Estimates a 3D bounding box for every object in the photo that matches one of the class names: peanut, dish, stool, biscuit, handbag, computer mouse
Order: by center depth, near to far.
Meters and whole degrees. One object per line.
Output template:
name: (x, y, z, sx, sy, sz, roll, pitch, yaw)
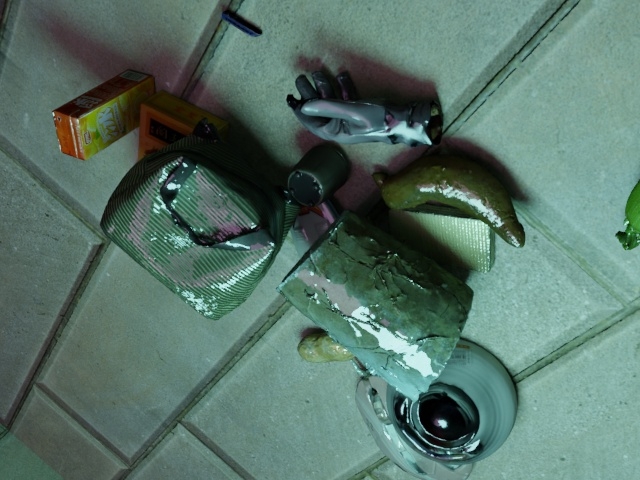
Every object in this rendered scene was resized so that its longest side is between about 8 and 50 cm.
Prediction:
biscuit: (0.225, -0.009, 1.410, 0.199, 0.041, 0.121, 10, 131, 27)
stool: (-0.006, -0.120, 1.424, 0.096, 0.110, 0.096, 19, 132, 22)
handbag: (-0.212, -0.047, 1.440, 0.340, 0.247, 0.240, 42, 124, -11)
dish: (0.252, 0.348, 1.526, 0.273, 0.134, 0.274, 5, 105, 19)
peanut: (0.018, 0.236, 1.694, 0.174, 0.080, 0.080, -15, 113, 38)
computer mouse: (0.192, 0.420, 1.696, 0.389, 0.115, 0.199, 48, 130, -7)

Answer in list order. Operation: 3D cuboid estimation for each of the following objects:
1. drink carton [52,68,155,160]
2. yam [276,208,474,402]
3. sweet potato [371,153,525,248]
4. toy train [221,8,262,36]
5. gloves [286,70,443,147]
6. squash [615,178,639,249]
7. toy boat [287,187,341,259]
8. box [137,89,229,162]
drink carton: (-0.427, -0.255, 1.514, 0.071, 0.223, 0.096, 19, 130, 21)
yam: (0.110, 0.113, 1.397, 0.348, 0.241, 0.241, 36, 134, -6)
sweet potato: (0.220, -0.089, 1.316, 0.309, 0.098, 0.124, 18, 127, 26)
toy train: (-0.143, -0.392, 1.377, 0.083, 0.017, 0.017, 34, 136, 7)
gloves: (0.070, -0.217, 1.299, 0.285, 0.142, 0.119, 21, 103, 19)
squash: (0.547, -0.117, 1.089, 0.101, 0.101, 0.379, 34, 135, 7)
toy boat: (0.000, 0.000, 1.527, 0.129, 0.088, 0.295, -10, 108, 37)
box: (-0.299, -0.159, 1.607, 0.174, 0.076, 0.274, 26, 132, 12)
